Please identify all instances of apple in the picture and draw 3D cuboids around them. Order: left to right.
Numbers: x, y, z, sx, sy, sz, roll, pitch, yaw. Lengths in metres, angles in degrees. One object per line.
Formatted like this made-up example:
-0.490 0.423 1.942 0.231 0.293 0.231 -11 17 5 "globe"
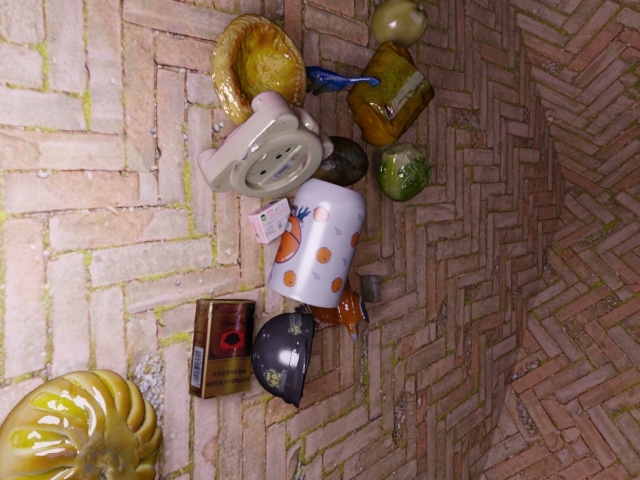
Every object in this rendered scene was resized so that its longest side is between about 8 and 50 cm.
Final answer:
0.275 -0.761 1.821 0.200 0.200 0.200 -2 92 -49 "apple"

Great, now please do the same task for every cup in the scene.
0.000 0.000 1.437 0.212 0.212 0.318 12 98 -48 "cup"

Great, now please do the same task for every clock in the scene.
-0.124 -0.219 1.318 0.114 0.284 0.309 57 22 20 "clock"

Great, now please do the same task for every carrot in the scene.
0.240 -0.492 1.699 0.241 0.241 0.341 38 87 -43 "carrot"

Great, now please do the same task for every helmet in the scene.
-0.105 0.309 1.391 0.279 0.160 0.231 -78 -179 -68 "helmet"

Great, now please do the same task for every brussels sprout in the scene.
0.293 -0.244 1.877 0.223 0.161 0.223 -8 106 -27 "brussels sprout"

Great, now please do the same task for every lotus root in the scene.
0.039 -0.239 1.582 0.274 0.151 0.160 -15 96 -49 "lotus root"

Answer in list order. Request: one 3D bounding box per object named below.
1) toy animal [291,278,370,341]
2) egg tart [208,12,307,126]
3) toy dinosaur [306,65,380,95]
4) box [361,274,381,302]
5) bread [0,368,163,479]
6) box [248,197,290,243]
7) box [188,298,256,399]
0.063 0.166 1.678 0.302 0.224 0.285 48 35 -53 "toy animal"
-0.173 -0.420 1.355 0.318 0.128 0.319 1 89 -47 "egg tart"
0.033 -0.495 1.543 0.247 0.188 0.075 24 66 -45 "toy dinosaur"
0.178 0.169 1.818 0.045 0.062 0.098 -6 97 -47 "box"
-0.456 0.411 1.027 0.332 0.160 0.333 0 90 -50 "bread"
-0.137 -0.056 1.466 0.125 0.043 0.089 -35 117 -42 "box"
-0.247 0.270 1.332 0.159 0.071 0.240 8 86 -47 "box"
